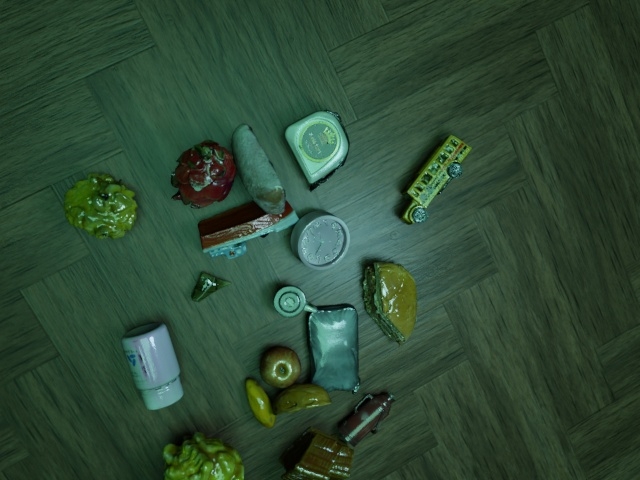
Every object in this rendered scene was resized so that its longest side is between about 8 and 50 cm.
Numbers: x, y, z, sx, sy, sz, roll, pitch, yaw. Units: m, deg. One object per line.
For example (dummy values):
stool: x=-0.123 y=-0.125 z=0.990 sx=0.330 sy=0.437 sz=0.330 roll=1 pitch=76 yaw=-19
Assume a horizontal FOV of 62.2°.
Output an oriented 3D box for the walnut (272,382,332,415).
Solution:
walnut: x=-0.067 y=0.536 z=1.824 sx=0.211 sy=0.167 sz=0.087 roll=-15 pitch=76 yaw=13

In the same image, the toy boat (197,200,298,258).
toy boat: x=-0.234 y=-0.036 z=1.762 sx=0.331 sy=0.145 sz=0.133 roll=-21 pitch=124 yaw=-7

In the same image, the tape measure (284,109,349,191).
tape measure: x=0.004 y=-0.313 z=1.790 sx=0.207 sy=0.115 sz=0.235 roll=-28 pitch=105 yaw=-1

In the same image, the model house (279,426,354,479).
model house: x=-0.010 y=0.782 z=1.853 sx=0.199 sy=0.229 sz=0.220 roll=35 pitch=90 yaw=-7

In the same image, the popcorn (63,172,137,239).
popcorn: x=-0.677 y=-0.108 z=1.644 sx=0.218 sy=0.169 sz=0.189 roll=26 pitch=92 yaw=-19

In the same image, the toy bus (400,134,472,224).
toy bus: x=0.391 y=-0.209 z=1.873 sx=0.123 sy=0.121 sz=0.335 roll=38 pitch=88 yaw=-4

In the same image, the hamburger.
hamburger: x=0.251 y=0.207 z=1.879 sx=0.282 sy=0.155 sz=0.245 roll=37 pitch=81 yaw=-18

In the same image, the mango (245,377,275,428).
mango: x=-0.209 y=0.570 z=1.852 sx=0.075 sy=0.098 sz=0.190 roll=-24 pitch=95 yaw=-17

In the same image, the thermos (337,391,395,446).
thermos: x=0.176 y=0.634 z=1.935 sx=0.232 sy=0.099 sz=0.124 roll=-42 pitch=101 yaw=-3

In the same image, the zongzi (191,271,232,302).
zongzi: x=-0.372 y=0.172 z=1.803 sx=0.113 sy=0.052 sz=0.104 roll=22 pitch=99 yaw=-26

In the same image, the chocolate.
chocolate: x=-0.208 y=-0.215 z=1.664 sx=0.100 sy=0.185 sz=0.303 roll=-23 pitch=67 yaw=-10

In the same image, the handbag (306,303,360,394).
handbag: x=0.049 y=0.398 z=1.900 sx=0.191 sy=0.075 sz=0.332 roll=-4 pitch=94 yaw=-14

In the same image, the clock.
clock: x=0.000 y=0.000 z=1.813 sx=0.197 sy=0.068 sz=0.197 roll=-9 pitch=112 yaw=-24

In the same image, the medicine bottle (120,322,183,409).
medicine bottle: x=-0.546 y=0.410 z=1.739 sx=0.152 sy=0.152 sz=0.254 roll=-15 pitch=99 yaw=-9

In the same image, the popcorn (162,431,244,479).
popcorn: x=-0.406 y=0.795 z=1.726 sx=0.325 sy=0.321 sz=0.290 roll=-24 pitch=101 yaw=-26

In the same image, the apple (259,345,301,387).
apple: x=-0.139 y=0.440 z=1.833 sx=0.146 sy=0.131 sz=0.146 roll=-1 pitch=93 yaw=-9

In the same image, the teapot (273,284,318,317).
teapot: x=-0.090 y=0.202 z=1.829 sx=0.149 sy=0.108 sz=0.111 roll=-7 pitch=96 yaw=-6

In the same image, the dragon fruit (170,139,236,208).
dragon fruit: x=-0.367 y=-0.198 z=1.664 sx=0.193 sy=0.274 sz=0.192 roll=14 pitch=56 yaw=-18
